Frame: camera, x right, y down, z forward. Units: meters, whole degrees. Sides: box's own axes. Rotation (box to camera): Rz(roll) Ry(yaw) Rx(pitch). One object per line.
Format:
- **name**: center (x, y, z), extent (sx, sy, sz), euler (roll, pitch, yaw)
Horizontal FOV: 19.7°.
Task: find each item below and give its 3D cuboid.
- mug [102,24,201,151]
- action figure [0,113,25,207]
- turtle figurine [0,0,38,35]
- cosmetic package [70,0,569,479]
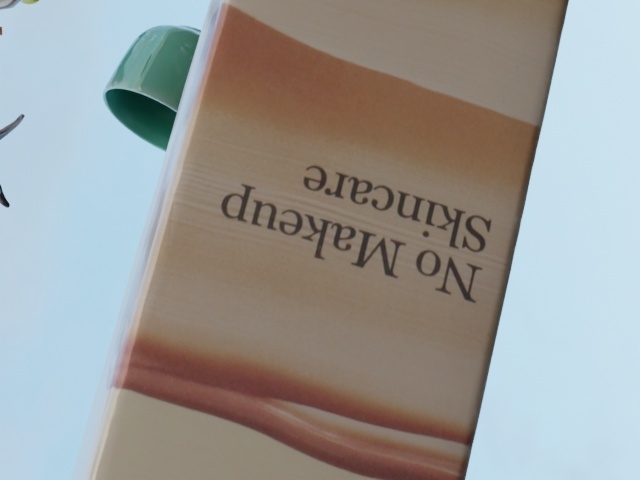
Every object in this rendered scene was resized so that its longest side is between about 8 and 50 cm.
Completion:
- **mug**: center (-0.135, -0.147, 1.831), extent (0.097, 0.129, 0.157), euler (-62, -16, -18)
- **action figure**: center (-0.382, -0.026, 1.614), extent (0.276, 0.141, 0.164), euler (-37, -105, -21)
- **turtle figurine**: center (-0.329, -0.273, 1.935), extent (0.217, 0.270, 0.087), euler (-37, -72, -72)
- **cosmetic package**: center (0.000, 0.000, 0.795), extent (0.153, 0.129, 0.296), euler (15, -109, -7)
